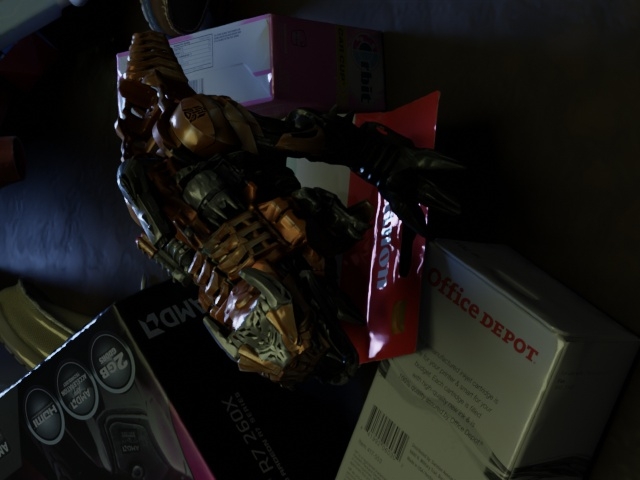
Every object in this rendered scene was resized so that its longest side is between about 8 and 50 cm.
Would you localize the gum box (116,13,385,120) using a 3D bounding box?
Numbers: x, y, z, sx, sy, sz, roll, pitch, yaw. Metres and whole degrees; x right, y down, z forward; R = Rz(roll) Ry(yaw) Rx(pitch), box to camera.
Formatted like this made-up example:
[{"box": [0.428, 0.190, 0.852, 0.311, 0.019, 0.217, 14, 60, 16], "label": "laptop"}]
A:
[{"box": [-0.057, -0.115, 1.416, 0.188, 0.107, 0.062, -7, 83, 47], "label": "gum box"}]

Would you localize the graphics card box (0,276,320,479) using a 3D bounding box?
[{"box": [-0.085, 0.233, 1.364, 0.233, 0.094, 0.371, -36, 80, 43], "label": "graphics card box"}]

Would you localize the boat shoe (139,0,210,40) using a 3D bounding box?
[{"box": [-0.095, -0.244, 1.494, 0.066, 0.066, 0.183, 11, 97, 46], "label": "boat shoe"}]

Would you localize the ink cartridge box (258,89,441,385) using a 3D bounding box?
[{"box": [0.000, 0.000, 1.329, 0.224, 0.056, 0.181, 159, 119, -64], "label": "ink cartridge box"}]

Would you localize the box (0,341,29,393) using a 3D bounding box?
[{"box": [-0.324, 0.120, 1.711, 0.170, 0.091, 0.130, 48, 122, 38], "label": "box"}]

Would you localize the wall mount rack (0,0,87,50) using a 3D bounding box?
[{"box": [-0.298, -0.183, 1.512, 0.304, 0.350, 0.130, 47, 165, 45], "label": "wall mount rack"}]

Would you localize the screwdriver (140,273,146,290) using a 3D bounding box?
[{"box": [-0.150, 0.112, 1.574, 0.025, 0.024, 0.170, -5, 82, 19], "label": "screwdriver"}]

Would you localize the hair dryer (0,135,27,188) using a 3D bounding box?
[{"box": [-0.342, 0.011, 1.580, 0.293, 0.223, 0.080, -47, 20, 23], "label": "hair dryer"}]

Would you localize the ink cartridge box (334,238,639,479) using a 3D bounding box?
[{"box": [0.104, 0.113, 1.250, 0.139, 0.082, 0.191, 39, 114, 43], "label": "ink cartridge box"}]

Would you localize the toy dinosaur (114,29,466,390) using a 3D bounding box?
[{"box": [-0.042, -0.034, 1.198, 0.164, 0.218, 0.322, -35, 53, 36], "label": "toy dinosaur"}]

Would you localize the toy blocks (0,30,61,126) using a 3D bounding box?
[{"box": [-0.374, -0.104, 1.689, 0.381, 0.191, 0.261, -49, 52, 2], "label": "toy blocks"}]

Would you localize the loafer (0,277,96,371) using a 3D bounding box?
[{"box": [-0.148, 0.102, 1.514, 0.268, 0.102, 0.092, 35, 86, 25], "label": "loafer"}]
